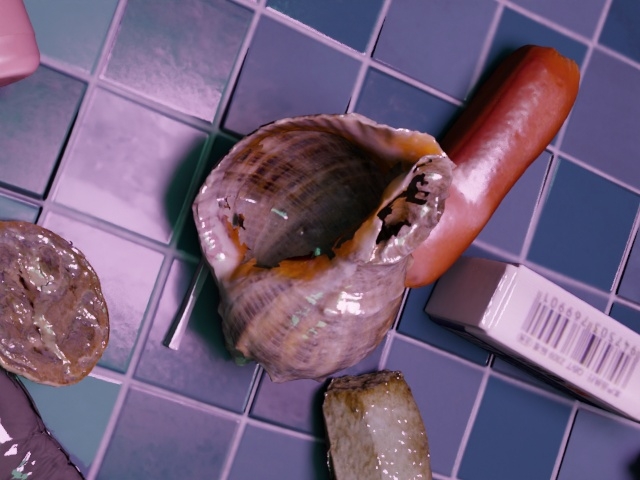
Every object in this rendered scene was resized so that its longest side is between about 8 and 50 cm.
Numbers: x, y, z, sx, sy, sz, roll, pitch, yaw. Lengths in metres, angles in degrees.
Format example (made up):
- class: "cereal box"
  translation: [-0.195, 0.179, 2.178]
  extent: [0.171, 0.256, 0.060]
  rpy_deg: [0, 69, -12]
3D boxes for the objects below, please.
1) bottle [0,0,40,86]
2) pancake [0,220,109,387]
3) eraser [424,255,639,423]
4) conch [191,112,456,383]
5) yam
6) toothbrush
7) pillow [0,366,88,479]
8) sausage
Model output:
- class: "bottle"
  translation: [-0.357, -0.246, 0.839]
  extent: [0.206, 0.173, 0.297]
  rpy_deg: [-14, 100, 12]
- class: "pancake"
  translation: [-0.248, 0.054, 0.934]
  extent: [0.158, 0.028, 0.158]
  rpy_deg: [31, 45, -37]
- class: "eraser"
  translation: [0.256, 0.110, 1.134]
  extent: [0.279, 0.124, 0.081]
  rpy_deg: [29, 82, -21]
- class: "conch"
  translation: [0.003, 0.002, 1.001]
  extent: [0.291, 0.159, 0.210]
  rpy_deg: [-43, 78, 16]
- class: "yam"
  translation: [0.063, 0.264, 1.076]
  extent: [0.106, 0.106, 0.259]
  rpy_deg: [-10, 98, -22]
- class: "toothbrush"
  translation: [-0.104, 0.013, 1.036]
  extent: [0.017, 0.014, 0.194]
  rpy_deg: [28, 82, -25]
- class: "pillow"
  translation: [-0.343, 0.264, 0.906]
  extent: [0.326, 0.101, 0.228]
  rpy_deg: [-38, 103, -19]
- class: "sausage"
  translation: [0.159, -0.078, 1.108]
  extent: [0.300, 0.083, 0.089]
  rpy_deg: [-50, 117, -10]
